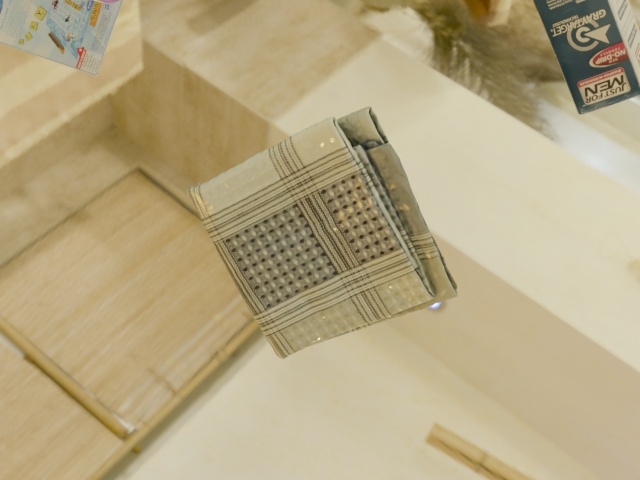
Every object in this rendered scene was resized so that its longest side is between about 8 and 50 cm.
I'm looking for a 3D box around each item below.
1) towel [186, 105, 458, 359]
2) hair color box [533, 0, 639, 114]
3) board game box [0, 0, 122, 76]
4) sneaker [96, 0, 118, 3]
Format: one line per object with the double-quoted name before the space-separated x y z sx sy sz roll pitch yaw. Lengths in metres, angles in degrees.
"towel" 0.000 0.000 1.265 0.324 0.312 0.056 -23 -170 22
"hair color box" 0.391 -0.387 1.324 0.105 0.347 0.174 -17 -162 32
"board game box" -0.520 -0.515 1.679 0.318 0.065 0.319 12 101 -55
"sneaker" -0.291 -0.270 0.864 0.282 0.102 0.161 -21 148 10
